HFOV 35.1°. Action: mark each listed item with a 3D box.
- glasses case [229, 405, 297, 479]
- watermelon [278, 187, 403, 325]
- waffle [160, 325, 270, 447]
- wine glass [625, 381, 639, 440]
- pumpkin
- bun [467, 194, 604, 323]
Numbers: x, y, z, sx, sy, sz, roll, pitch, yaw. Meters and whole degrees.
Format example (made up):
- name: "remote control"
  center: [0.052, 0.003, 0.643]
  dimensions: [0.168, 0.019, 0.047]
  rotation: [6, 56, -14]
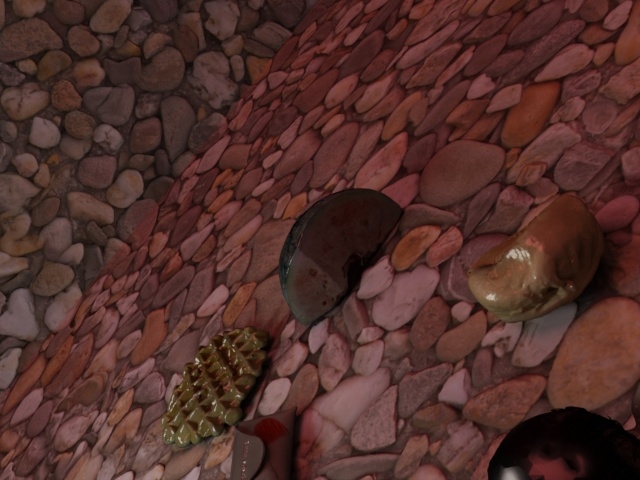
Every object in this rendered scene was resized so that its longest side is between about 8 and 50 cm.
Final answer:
- name: "glasses case"
  center: [-0.109, 0.425, 1.865]
  dimensions: [0.128, 0.083, 0.308]
  rotation: [-36, 29, 26]
- name: "watermelon"
  center: [-0.003, 0.000, 2.148]
  dimensions: [0.322, 0.188, 0.175]
  rotation: [-51, 30, -17]
- name: "waffle"
  center: [-0.237, 0.320, 2.237]
  dimensions: [0.309, 0.056, 0.292]
  rotation: [-18, 39, 45]
- name: "wine glass"
  center: [0.455, 0.195, 1.262]
  dimensions: [0.204, 0.111, 0.111]
  rotation: [-52, 26, -4]
- name: "pumpkin"
  center: [0.312, 0.310, 1.206]
  dimensions: [0.163, 0.233, 0.233]
  rotation: [-41, 20, -29]
- name: "bun"
  center: [0.351, 0.040, 1.613]
  dimensions: [0.229, 0.145, 0.229]
  rotation: [-39, -7, -6]
